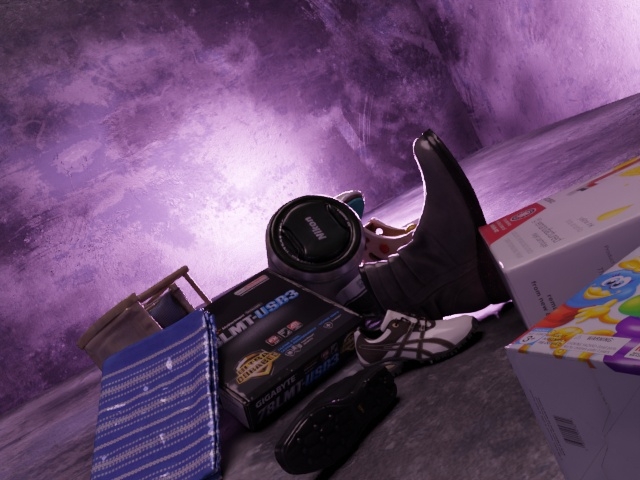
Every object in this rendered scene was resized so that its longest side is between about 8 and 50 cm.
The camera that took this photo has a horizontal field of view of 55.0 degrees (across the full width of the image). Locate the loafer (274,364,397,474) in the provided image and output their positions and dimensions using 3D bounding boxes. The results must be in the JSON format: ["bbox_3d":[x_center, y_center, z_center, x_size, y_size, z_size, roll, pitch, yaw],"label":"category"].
[{"bbox_3d":[0.017,0.237,0.815,0.078,0.076,0.223,-28,-1,43],"label":"loafer"}]

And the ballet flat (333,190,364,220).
[{"bbox_3d":[0.000,0.000,1.658,0.139,0.139,0.400,-32,-29,-43],"label":"ballet flat"}]

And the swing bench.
[{"bbox_3d":[-0.323,0.228,1.311,0.165,0.253,0.254,-43,-3,28],"label":"swing bench"}]

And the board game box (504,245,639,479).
[{"bbox_3d":[0.317,0.082,0.497,0.275,0.144,0.142,-30,8,-22],"label":"board game box"}]

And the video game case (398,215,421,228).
[{"bbox_3d":[0.302,-0.040,1.842,0.173,0.022,0.190,-9,-15,-39],"label":"video game case"}]

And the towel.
[{"bbox_3d":[-0.277,0.280,1.018,0.243,0.040,0.336,-26,40,9],"label":"towel"}]

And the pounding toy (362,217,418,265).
[{"bbox_3d":[0.198,-0.001,1.662,0.269,0.154,0.154,-20,9,45],"label":"pounding toy"}]

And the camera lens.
[{"bbox_3d":[-0.014,0.044,1.420,0.219,0.219,0.274,-28,-26,-17],"label":"camera lens"}]

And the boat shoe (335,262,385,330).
[{"bbox_3d":[0.108,0.117,1.251,0.113,0.105,0.306,-37,-6,-10],"label":"boat shoe"}]

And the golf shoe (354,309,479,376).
[{"bbox_3d":[0.144,0.144,0.955,0.198,0.094,0.077,-24,5,10],"label":"golf shoe"}]

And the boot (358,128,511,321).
[{"bbox_3d":[0.156,0.011,0.987,0.222,0.338,0.118,-23,22,10],"label":"boot"}]

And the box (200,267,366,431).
[{"bbox_3d":[-0.114,0.188,1.171,0.295,0.074,0.293,-31,38,-34],"label":"box"}]

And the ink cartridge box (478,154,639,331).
[{"bbox_3d":[0.415,-0.007,0.753,0.384,0.161,0.279,-25,6,12],"label":"ink cartridge box"}]
